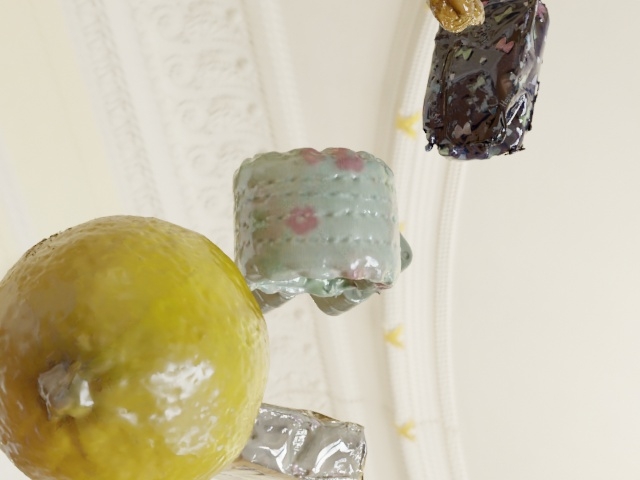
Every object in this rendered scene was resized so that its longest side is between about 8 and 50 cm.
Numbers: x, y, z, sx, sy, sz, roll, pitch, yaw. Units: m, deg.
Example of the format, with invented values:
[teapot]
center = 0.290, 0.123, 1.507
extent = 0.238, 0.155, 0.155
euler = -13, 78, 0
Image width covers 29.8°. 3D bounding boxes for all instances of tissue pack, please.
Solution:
[tissue pack]
center = -0.071, 0.248, 1.457
extent = 0.186, 0.090, 0.222
euler = 16, -18, -25

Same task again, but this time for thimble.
[thimble]
center = -0.001, -0.016, 1.358
extent = 0.185, 0.211, 0.149
euler = -5, -100, 16

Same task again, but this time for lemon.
[lemon]
center = -0.176, 0.109, 1.093
extent = 0.293, 0.293, 0.293
euler = 23, -46, 26

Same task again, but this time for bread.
[bread]
center = 0.143, -0.262, 1.300
extent = 0.046, 0.081, 0.083
euler = -35, -46, 22

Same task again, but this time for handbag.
[handbag]
center = 0.226, -0.234, 1.679
extent = 0.162, 0.260, 0.113
euler = 3, -13, 31

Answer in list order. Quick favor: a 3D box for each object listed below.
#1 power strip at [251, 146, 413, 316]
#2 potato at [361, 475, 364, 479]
[power strip]
center = 0.000, 0.000, 1.824
extent = 0.229, 0.261, 0.141
euler = 56, -37, -1
[potato]
center = -0.008, 0.377, 1.780
extent = 0.158, 0.204, 0.178
euler = 2, -7, 0
